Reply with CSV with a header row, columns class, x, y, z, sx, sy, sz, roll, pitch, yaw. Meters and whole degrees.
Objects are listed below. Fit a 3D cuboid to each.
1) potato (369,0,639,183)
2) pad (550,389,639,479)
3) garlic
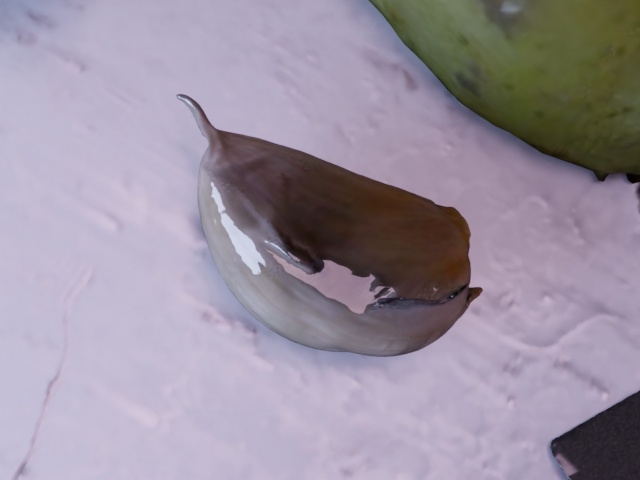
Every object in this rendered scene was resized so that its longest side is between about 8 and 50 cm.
class,x,y,z,sx,sy,sz,roll,pitch,yaw
potato,0.205,-0.182,0.437,0.280,0.213,0.330,42,76,2
pad,0.213,0.146,0.448,0.143,0.003,0.211,-26,69,-13
garlic,-0.003,0.006,0.443,0.152,0.066,0.084,18,48,-9
